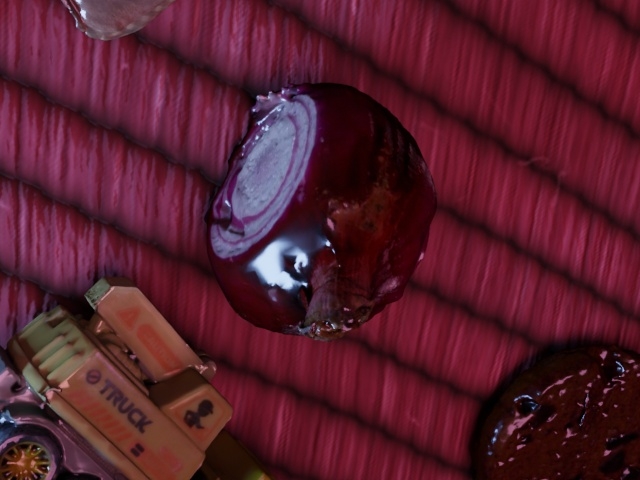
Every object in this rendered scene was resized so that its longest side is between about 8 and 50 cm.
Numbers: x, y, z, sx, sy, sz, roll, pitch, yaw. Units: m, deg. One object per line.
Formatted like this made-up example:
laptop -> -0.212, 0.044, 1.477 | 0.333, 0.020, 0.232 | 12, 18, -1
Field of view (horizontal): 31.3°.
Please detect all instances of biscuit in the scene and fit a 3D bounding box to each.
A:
biscuit -> 0.219, 0.171, 0.973 | 0.192, 0.049, 0.192 | -6, 119, -11

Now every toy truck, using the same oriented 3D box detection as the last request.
toy truck -> -0.119, 0.154, 0.810 | 0.157, 0.124, 0.272 | -43, 116, -9

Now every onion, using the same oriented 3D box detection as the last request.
onion -> 0.013, 0.004, 0.747 | 0.135, 0.198, 0.173 | 16, 124, -30

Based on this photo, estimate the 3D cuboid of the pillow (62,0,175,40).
pillow -> -0.137, -0.233, 0.683 | 0.135, 0.034, 0.211 | -34, 117, -1
